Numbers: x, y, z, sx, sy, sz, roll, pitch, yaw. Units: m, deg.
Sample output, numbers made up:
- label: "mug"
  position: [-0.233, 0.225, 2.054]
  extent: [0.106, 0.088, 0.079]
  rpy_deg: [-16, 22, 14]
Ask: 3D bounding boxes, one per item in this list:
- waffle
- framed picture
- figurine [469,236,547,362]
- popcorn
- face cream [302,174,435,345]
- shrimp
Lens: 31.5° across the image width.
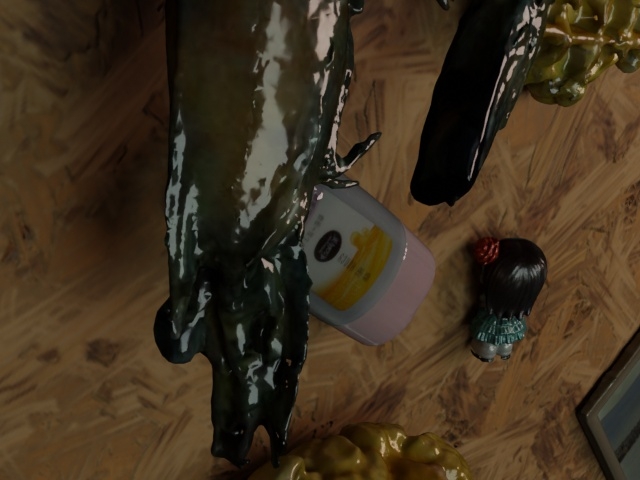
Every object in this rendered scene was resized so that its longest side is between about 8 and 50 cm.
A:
- label: "waffle"
  position: [0.196, -0.221, 0.784]
  extent: [0.253, 0.056, 0.249]
  rpy_deg: [-55, 138, -5]
- label: "framed picture"
  position: [0.376, 0.123, 1.166]
  extent: [0.289, 0.016, 0.213]
  rpy_deg: [-48, 136, -15]
- label: "figurine"
  position: [0.138, 0.045, 0.876]
  extent: [0.060, 0.047, 0.106]
  rpy_deg: [4, 120, -8]
- label: "popcorn"
  position: [0.020, 0.209, 0.778]
  extent: [0.194, 0.163, 0.140]
  rpy_deg: [-58, 171, -54]
- label: "face cream"
  position: [0.000, 0.000, 0.704]
  extent: [0.084, 0.057, 0.198]
  rpy_deg: [-56, 137, -2]
- label: "shrimp"
  position: [0.021, -0.097, 0.604]
  extent: [0.272, 0.085, 0.445]
  rpy_deg: [16, 83, -41]
